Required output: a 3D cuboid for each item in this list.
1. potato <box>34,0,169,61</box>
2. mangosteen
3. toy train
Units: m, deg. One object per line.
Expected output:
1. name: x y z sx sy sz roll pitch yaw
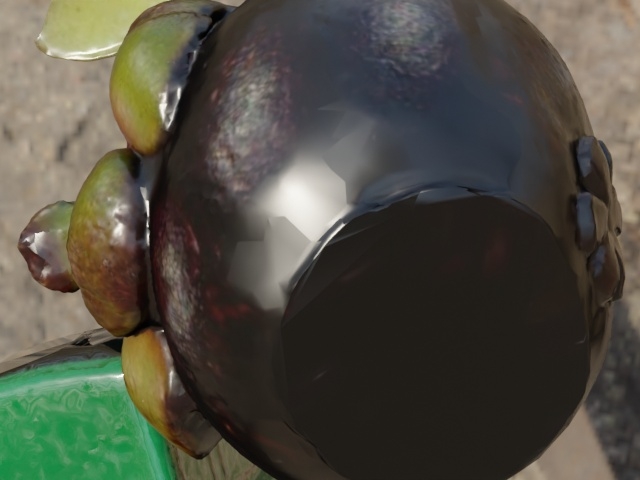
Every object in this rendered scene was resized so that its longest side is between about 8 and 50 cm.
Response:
1. potato: -0.101 -0.282 1.478 0.112 0.269 0.255 22 27 0
2. mangosteen: 0.003 0.002 0.948 0.287 0.288 0.233 -9 38 -14
3. toy train: -0.096 0.159 1.186 0.178 0.249 0.429 -13 8 14
